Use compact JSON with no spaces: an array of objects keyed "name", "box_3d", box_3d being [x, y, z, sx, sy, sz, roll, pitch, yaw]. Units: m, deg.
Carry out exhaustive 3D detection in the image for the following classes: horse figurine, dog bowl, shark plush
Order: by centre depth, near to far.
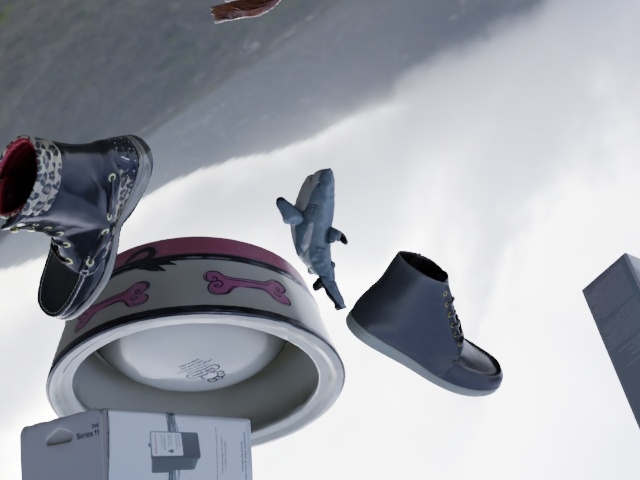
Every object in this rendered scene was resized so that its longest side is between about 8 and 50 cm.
[{"name":"shark plush","box_3d":[0.000,0.000,1.323,0.067,0.161,0.073,-17,160,23]},{"name":"horse figurine","box_3d":[-0.070,-0.415,1.566,0.174,0.263,0.066,9,175,31]},{"name":"dog bowl","box_3d":[-0.175,0.149,1.604,0.408,0.408,0.150,-24,-129,21]}]

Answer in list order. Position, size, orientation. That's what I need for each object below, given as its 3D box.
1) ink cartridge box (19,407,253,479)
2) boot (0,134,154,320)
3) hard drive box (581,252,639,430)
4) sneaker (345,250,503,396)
[{"name":"ink cartridge box","box_3d":[-0.198,0.239,1.236,0.153,0.087,0.208,-19,158,39]},{"name":"boot","box_3d":[-0.295,-0.014,1.239,0.178,0.085,0.236,-2,124,-59]},{"name":"hard drive box","box_3d":[0.462,0.149,1.470,0.089,0.181,0.232,-48,-142,34]},{"name":"sneaker","box_3d":[0.152,0.104,1.368,0.118,0.222,0.083,-55,-156,22]}]
